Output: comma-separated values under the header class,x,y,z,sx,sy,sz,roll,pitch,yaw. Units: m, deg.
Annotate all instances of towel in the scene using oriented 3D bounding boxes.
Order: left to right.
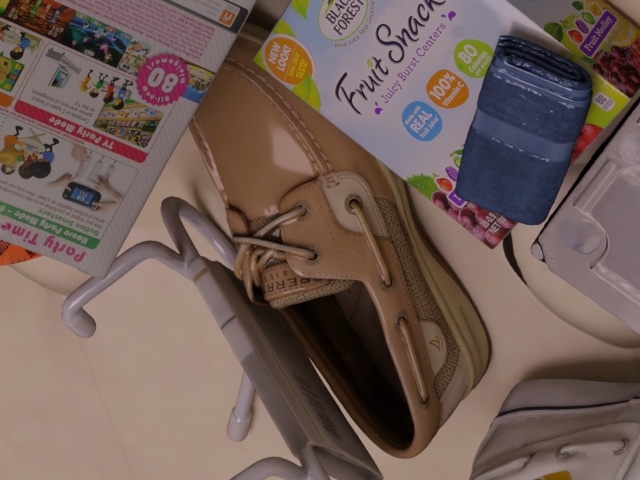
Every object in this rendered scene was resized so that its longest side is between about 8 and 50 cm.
class,x,y,z,sx,sy,sz,roll,pitch,yaw
towel,0.125,-0.066,1.189,0.067,0.029,0.119,26,134,12

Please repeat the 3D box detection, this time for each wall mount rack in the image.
class,x,y,z,sx,sy,sz,roll,pitch,yaw
wall mount rack,-0.044,0.145,1.428,0.350,0.130,0.304,58,-169,33

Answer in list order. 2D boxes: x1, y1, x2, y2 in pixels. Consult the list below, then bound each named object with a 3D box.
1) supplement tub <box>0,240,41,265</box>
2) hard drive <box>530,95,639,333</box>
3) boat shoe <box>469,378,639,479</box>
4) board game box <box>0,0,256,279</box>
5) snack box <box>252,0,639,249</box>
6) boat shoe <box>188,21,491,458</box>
class,x,y,z,sx,sy,sz,roll,pitch,yaw
supplement tub,-0.250,-0.163,1.328,0.207,0.207,0.338,6,128,30
hard drive,0.300,-0.037,1.174,0.237,0.064,0.339,36,137,3
boat shoe,0.210,0.170,1.269,0.136,0.156,0.367,47,152,-22
board game box,-0.166,-0.154,1.187,0.224,0.097,0.303,23,104,-30
snack box,0.084,-0.119,1.244,0.207,0.070,0.174,39,136,1
boat shoe,0.000,0.000,1.366,0.122,0.110,0.341,-21,111,43
